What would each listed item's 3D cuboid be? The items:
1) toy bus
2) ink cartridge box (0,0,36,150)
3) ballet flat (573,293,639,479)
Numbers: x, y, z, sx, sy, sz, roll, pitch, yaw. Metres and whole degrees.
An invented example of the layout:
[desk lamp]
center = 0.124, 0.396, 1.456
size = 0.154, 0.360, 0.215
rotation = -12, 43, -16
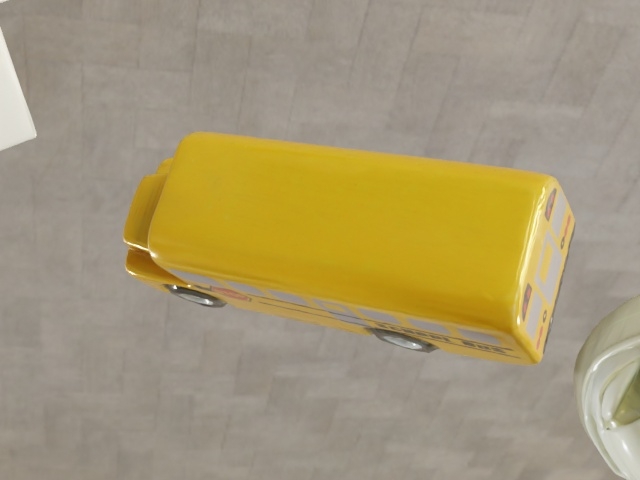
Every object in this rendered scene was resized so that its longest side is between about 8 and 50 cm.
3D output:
[toy bus]
center = 0.000, 0.000, 0.682
size = 0.332, 0.108, 0.130
rotation = 10, 165, 27
[ink cartridge box]
center = -0.192, -0.062, 0.402
size = 0.181, 0.104, 0.062
rotation = -27, 124, -27
[ballet flat]
center = 0.148, 0.054, 0.348
size = 0.086, 0.086, 0.248
rotation = 9, 157, -17
